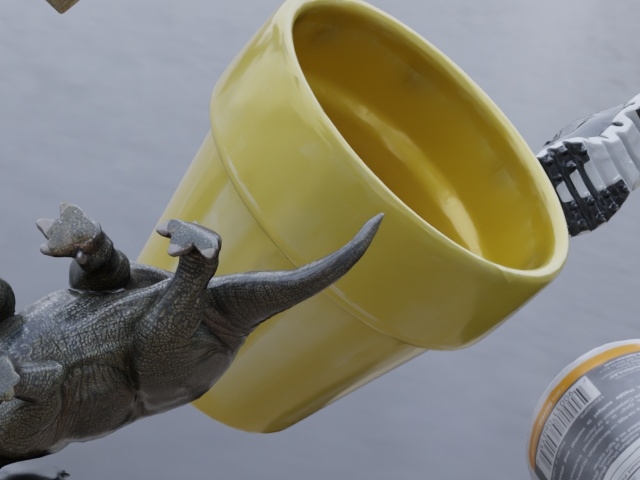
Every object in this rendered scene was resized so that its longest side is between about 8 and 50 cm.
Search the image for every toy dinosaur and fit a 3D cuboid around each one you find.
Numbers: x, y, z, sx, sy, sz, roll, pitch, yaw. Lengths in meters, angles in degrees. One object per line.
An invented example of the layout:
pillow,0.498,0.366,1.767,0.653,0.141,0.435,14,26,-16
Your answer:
toy dinosaur,-0.116,0.056,0.830,0.313,0.160,0.121,-35,64,-14

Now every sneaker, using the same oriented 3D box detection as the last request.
sneaker,0.214,-0.054,1.318,0.234,0.078,0.106,-32,5,-32

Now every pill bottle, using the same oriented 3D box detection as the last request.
pill bottle,0.257,0.188,1.081,0.162,0.162,0.278,11,16,-17

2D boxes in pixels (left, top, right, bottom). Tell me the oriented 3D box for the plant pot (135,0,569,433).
plant pot,0.000,0.000,1.085,0.254,0.239,0.254,32,30,-22

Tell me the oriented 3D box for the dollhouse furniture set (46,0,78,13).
dollhouse furniture set,-0.204,-0.333,1.111,0.259,0.135,0.262,44,-23,7
